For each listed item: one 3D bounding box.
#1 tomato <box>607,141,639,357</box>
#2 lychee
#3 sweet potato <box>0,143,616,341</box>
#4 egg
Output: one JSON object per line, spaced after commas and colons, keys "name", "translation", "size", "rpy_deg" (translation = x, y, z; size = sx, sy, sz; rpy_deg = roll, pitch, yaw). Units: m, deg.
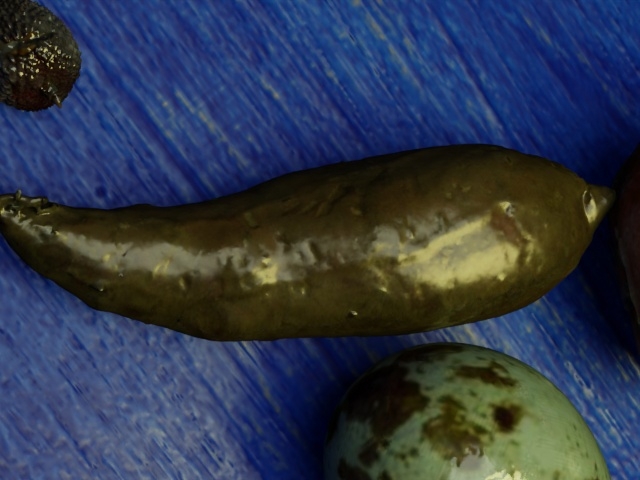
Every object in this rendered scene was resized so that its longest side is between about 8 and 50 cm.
{"name": "tomato", "translation": [0.306, 0.014, 1.101], "size": [0.189, 0.232, 0.232], "rpy_deg": [-12, 93, 6]}
{"name": "lychee", "translation": [-0.186, -0.116, 0.979], "size": [0.083, 0.067, 0.068], "rpy_deg": [61, 24, 8]}
{"name": "sweet potato", "translation": [-0.003, 0.004, 1.027], "size": [0.423, 0.130, 0.130], "rpy_deg": [-3, 90, -16]}
{"name": "egg", "translation": [0.106, 0.162, 1.042], "size": [0.231, 0.169, 0.169], "rpy_deg": [33, 76, -28]}
